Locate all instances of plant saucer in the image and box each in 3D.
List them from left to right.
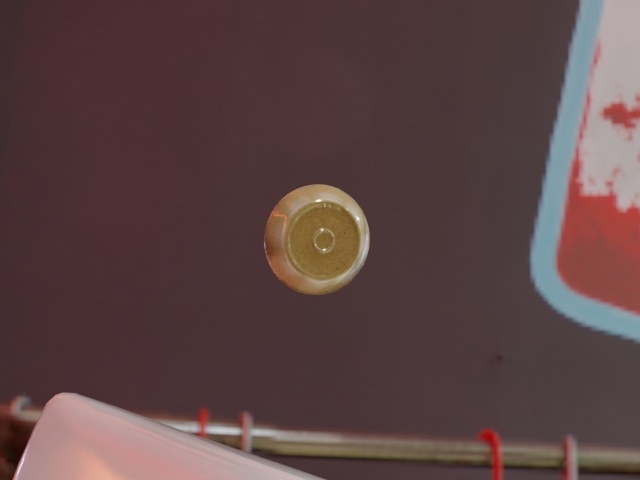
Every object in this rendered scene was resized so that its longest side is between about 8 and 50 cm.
[{"bbox_3d":[0.000,0.000,1.037,0.083,0.083,0.015,9,1,-19],"label":"plant saucer"}]

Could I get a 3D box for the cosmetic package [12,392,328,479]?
[{"bbox_3d":[0.025,0.311,0.511,0.327,0.393,0.329,31,-13,-38],"label":"cosmetic package"}]
